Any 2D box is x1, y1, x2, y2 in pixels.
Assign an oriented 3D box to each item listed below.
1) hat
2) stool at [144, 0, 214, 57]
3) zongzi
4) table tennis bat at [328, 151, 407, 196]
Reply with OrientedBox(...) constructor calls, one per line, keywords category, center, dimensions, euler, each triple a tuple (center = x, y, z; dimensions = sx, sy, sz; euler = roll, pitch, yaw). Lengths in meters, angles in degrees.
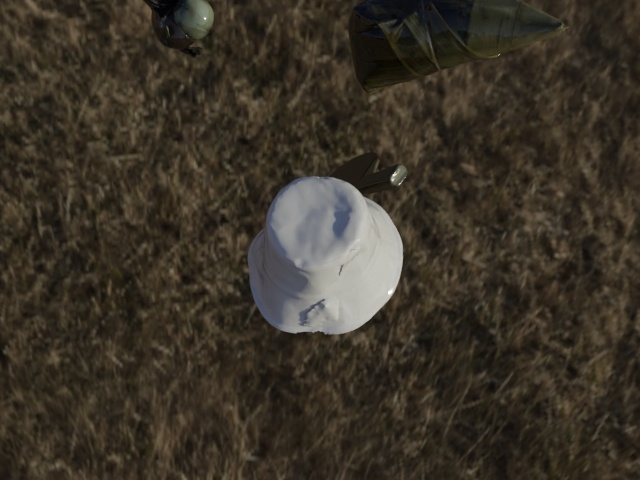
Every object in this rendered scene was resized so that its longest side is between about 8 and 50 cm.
OrientedBox(category="hat", center=(0.000, 0.000, 1.301), dimensions=(0.203, 0.126, 0.203), euler=(-3, 61, 5))
OrientedBox(category="stool", center=(-0.199, -0.363, 1.545), dimensions=(0.121, 0.125, 0.217), euler=(-28, 75, 24))
OrientedBox(category="zongzi", center=(0.216, -0.351, 1.610), dimensions=(0.317, 0.154, 0.289), euler=(-1, 42, 22))
OrientedBox(category="table tennis bat", center=(0.043, -0.070, 1.557), dimensions=(0.021, 0.274, 0.154), euler=(41, 69, -16))
